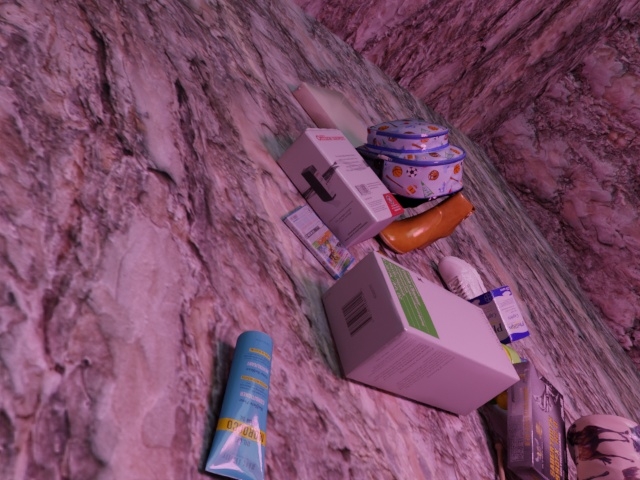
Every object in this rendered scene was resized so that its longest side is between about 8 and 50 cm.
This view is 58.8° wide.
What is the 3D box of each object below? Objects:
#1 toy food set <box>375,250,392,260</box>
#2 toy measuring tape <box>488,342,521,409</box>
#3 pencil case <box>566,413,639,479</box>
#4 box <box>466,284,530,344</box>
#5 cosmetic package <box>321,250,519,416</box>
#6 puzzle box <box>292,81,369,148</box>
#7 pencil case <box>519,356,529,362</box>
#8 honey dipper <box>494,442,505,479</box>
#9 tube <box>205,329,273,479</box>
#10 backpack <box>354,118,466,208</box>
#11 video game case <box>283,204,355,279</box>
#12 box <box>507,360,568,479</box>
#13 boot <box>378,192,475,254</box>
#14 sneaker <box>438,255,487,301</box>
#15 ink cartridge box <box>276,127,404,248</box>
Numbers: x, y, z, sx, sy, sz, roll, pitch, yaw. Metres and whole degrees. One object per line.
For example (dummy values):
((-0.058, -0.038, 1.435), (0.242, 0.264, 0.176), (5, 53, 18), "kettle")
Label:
((0.151, 0.108, 1.253), (0.111, 0.104, 0.232), (43, 5, 21), "toy food set")
((0.396, 0.250, 1.374), (0.121, 0.121, 0.330), (25, 34, -39), "toy measuring tape")
((0.580, 0.538, 1.109), (0.160, 0.184, 0.410), (50, 32, -19), "pencil case")
((0.437, 0.202, 1.445), (0.072, 0.126, 0.137), (-11, 73, -34), "box")
((0.196, 0.191, 1.102), (0.366, 0.155, 0.196), (25, 31, -37), "cosmetic package")
((0.107, -0.316, 1.785), (0.408, 0.052, 0.272), (55, 26, 13), "puzzle box")
((0.490, 0.329, 1.468), (0.152, 0.064, 0.070), (19, 22, -45), "pencil case")
((0.360, 0.460, 1.128), (0.030, 0.030, 0.160), (46, 22, -5), "honey dipper")
((-0.098, 0.214, 0.744), (0.080, 0.052, 0.207), (25, 38, -19), "tube")
((0.248, -0.209, 1.506), (0.277, 0.213, 0.263), (-26, 41, -36), "backpack")
((0.000, 0.000, 1.222), (0.166, 0.015, 0.119), (48, 25, 1), "video game case")
((0.467, 0.405, 1.222), (0.183, 0.056, 0.230), (43, 44, -32), "box")
((0.293, -0.061, 1.535), (0.295, 0.211, 0.104), (4, 49, -55), "boot")
((0.404, 0.144, 1.575), (0.095, 0.090, 0.235), (-18, 67, -52), "sneaker")
((0.052, -0.132, 1.370), (0.272, 0.114, 0.197), (53, 27, 9), "ink cartridge box")
